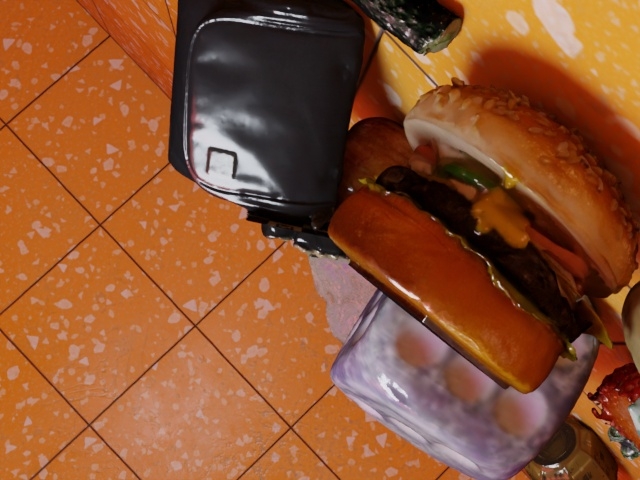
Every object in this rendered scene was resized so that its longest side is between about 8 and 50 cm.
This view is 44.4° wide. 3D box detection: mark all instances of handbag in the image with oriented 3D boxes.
[{"bbox_3d":[-0.091,-0.180,0.990,0.275,0.178,0.302,41,129,45],"label":"handbag"}]

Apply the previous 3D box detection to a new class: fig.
[{"bbox_3d":[0.089,-0.087,1.096,0.202,0.148,0.149,20,-139,-31],"label":"fig"}]

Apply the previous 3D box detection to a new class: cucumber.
[{"bbox_3d":[0.045,-0.258,0.765,0.215,0.052,0.058,45,152,15],"label":"cucumber"}]

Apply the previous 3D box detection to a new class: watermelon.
[{"bbox_3d":[0.175,0.102,1.467,0.319,0.222,0.292,12,128,30],"label":"watermelon"}]

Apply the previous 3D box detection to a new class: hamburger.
[{"bbox_3d":[0.162,-0.008,0.760,0.291,0.225,0.291,42,179,1],"label":"hamburger"}]

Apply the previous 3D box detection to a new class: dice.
[{"bbox_3d":[0.192,0.149,1.074,0.270,0.270,0.271,34,166,2],"label":"dice"}]

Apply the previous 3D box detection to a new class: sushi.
[{"bbox_3d":[0.000,0.000,1.067,0.215,0.050,0.192,12,-169,-6],"label":"sushi"}]

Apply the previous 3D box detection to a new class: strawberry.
[{"bbox_3d":[0.425,0.219,1.011,0.145,0.086,0.145,44,171,8],"label":"strawberry"}]

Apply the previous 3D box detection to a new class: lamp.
[{"bbox_3d":[0.504,0.456,1.576,0.185,0.161,0.161,52,171,-30],"label":"lamp"}]

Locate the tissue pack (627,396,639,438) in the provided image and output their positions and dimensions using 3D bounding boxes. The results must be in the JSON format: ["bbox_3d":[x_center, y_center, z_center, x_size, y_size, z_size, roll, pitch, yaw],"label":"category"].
[{"bbox_3d":[0.486,0.271,0.786,0.228,0.128,0.311,54,169,-34],"label":"tissue pack"}]

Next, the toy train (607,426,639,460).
[{"bbox_3d":[0.487,0.285,1.069,0.060,0.081,0.202,50,165,-28],"label":"toy train"}]

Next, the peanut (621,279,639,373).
[{"bbox_3d":[0.372,0.120,0.649,0.290,0.130,0.130,34,166,50],"label":"peanut"}]
